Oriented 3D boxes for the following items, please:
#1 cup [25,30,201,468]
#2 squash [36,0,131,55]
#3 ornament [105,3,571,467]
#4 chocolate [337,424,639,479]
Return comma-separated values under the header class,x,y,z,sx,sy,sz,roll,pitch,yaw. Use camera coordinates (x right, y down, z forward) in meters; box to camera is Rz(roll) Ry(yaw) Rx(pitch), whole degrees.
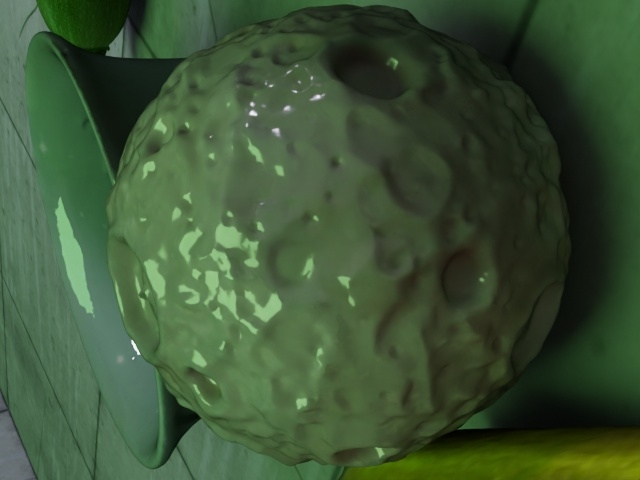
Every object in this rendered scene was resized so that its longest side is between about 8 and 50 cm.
class,x,y,z,sx,sy,sz,roll,pitch,yaw
cup,-0.112,-0.007,0.823,0.347,0.163,0.347,165,90,-69
squash,-0.224,-0.330,0.935,0.107,0.107,0.395,46,141,42
ornament,0.000,0.000,0.566,0.259,0.225,0.259,36,135,48
chocolate,0.148,0.158,0.449,0.445,0.162,0.162,-24,83,61
